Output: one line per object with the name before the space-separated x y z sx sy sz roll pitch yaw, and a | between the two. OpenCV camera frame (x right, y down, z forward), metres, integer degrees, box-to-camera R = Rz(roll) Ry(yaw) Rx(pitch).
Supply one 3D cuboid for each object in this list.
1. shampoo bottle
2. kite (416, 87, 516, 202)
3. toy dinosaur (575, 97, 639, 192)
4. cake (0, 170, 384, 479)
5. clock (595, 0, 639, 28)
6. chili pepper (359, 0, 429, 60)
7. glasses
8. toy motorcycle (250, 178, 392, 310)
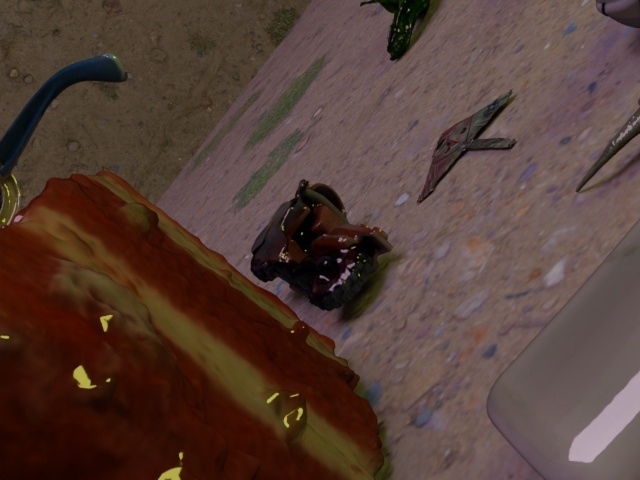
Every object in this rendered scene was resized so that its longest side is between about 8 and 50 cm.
shampoo bottle | 0.166 0.015 0.348 0.221 0.051 0.108 -49 14 3
kite | 0.134 -0.086 0.740 0.137 0.005 0.152 -51 16 4
toy dinosaur | 0.218 -0.086 0.474 0.180 0.037 0.058 -33 -2 26
cake | -0.142 0.132 0.498 0.270 0.269 0.319 -47 16 10
clock | 0.262 -0.232 0.602 0.176 0.080 0.117 -49 17 -3
chili pepper | 0.131 -0.379 1.301 0.122 0.065 0.279 -40 22 17
glasses | -0.206 -0.015 0.468 0.221 0.088 0.189 -11 28 36
toy motorcycle | 0.000 0.000 0.767 0.118 0.084 0.212 -51 24 -10
